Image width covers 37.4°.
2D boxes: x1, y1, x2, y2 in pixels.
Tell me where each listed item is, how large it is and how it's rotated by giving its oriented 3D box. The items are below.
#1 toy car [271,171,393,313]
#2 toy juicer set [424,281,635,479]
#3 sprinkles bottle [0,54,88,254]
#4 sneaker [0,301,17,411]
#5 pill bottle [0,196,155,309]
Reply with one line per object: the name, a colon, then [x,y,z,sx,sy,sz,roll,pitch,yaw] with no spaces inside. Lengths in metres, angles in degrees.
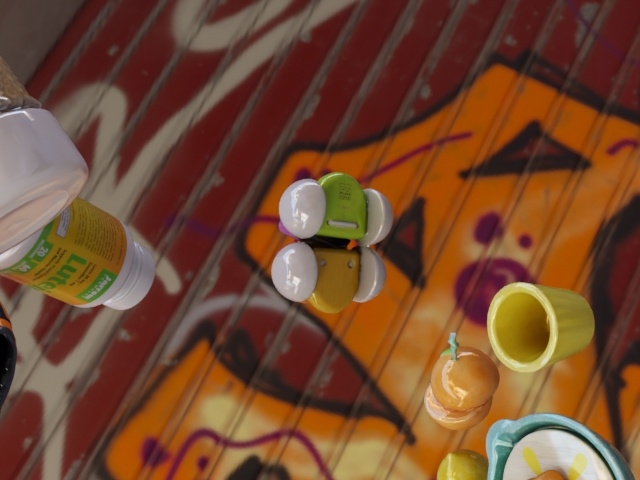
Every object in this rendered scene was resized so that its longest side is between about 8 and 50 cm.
toy car: [0.000,0.000,1.241,0.136,0.159,0.182,10,94,55]
toy juicer set: [0.162,0.213,0.734,0.089,0.329,0.209,-2,-24,-38]
sprinkles bottle: [-0.297,-0.152,0.608,0.121,0.355,0.121,-36,-3,-2]
sneaker: [-0.491,0.181,1.072,0.321,0.180,0.124,-40,-39,-12]
pill bottle: [-0.341,0.011,1.283,0.245,0.136,0.136,35,-100,-52]
